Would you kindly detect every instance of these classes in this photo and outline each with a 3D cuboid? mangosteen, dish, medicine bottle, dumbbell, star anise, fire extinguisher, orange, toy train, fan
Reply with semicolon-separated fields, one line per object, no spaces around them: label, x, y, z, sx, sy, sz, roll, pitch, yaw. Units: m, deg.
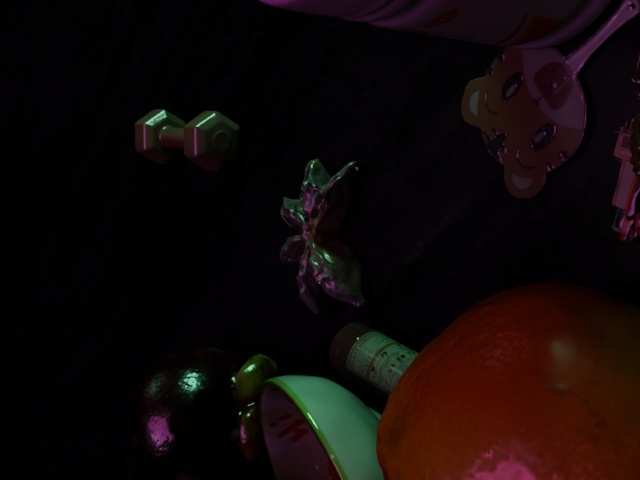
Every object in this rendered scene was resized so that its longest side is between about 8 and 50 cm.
mangosteen;-0.149;0.262;1.198;0.265;0.228;0.228;-12;85;22
dish;0.049;0.297;0.988;0.324;0.124;0.324;52;154;39
medicine bottle;0.097;-0.279;0.704;0.202;0.315;0.202;2;93;54
dumbbell;-0.216;-0.163;1.324;0.231;0.092;0.082;13;77;51
star anise;-0.010;-0.004;1.094;0.171;0.063;0.208;5;99;54
fire extinguisher;0.095;0.173;0.954;0.231;0.099;0.071;26;141;49
orange;0.193;0.186;0.667;0.312;0.312;0.312;10;102;51
toy train;0.294;-0.112;0.696;0.085;0.053;0.250;29;118;56
fan;0.229;-0.155;0.808;0.227;0.008;0.153;-49;55;43

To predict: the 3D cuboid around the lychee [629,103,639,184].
lychee;0.307;-0.080;0.588;0.171;0.171;0.171;10;102;51
